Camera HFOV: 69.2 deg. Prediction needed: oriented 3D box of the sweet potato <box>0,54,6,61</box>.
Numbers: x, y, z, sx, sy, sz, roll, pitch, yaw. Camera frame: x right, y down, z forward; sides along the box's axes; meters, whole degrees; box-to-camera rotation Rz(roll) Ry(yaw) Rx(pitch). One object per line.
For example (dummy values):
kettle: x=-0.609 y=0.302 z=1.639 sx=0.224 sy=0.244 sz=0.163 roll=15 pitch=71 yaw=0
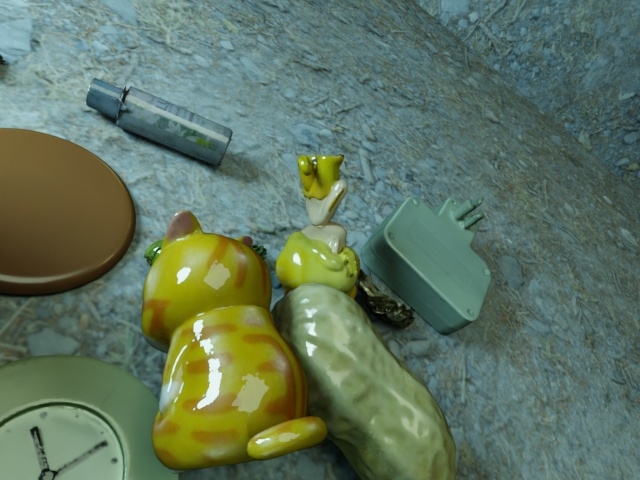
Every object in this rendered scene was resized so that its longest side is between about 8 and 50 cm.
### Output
sweet potato: x=-0.522 y=-0.254 z=0.577 sx=0.226 sy=0.068 sz=0.068 roll=-15 pitch=67 yaw=-43

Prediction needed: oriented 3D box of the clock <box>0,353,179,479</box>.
clock: x=-0.250 y=0.219 z=0.425 sx=0.235 sy=0.029 sz=0.235 roll=20 pitch=45 yaw=-22

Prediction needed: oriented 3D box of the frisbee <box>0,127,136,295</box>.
frisbee: x=-0.355 y=-0.046 z=0.566 sx=0.251 sy=0.021 sz=0.251 roll=21 pitch=45 yaw=-23

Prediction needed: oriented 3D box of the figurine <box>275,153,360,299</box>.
figurine: x=0.000 y=0.000 z=0.676 sx=0.131 sy=0.156 sz=0.246 roll=-4 pitch=99 yaw=-26

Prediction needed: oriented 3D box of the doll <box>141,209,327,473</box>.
doll: x=-0.108 y=0.117 z=0.503 sx=0.270 sy=0.162 sz=0.166 roll=62 pitch=6 yaw=24

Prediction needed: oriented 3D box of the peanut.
peanut: x=0.048 y=0.195 z=0.581 sx=0.313 sy=0.152 sz=0.152 roll=51 pitch=42 yaw=3

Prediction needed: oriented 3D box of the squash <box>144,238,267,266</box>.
squash: x=-0.150 y=0.024 z=0.645 sx=0.183 sy=0.052 sz=0.052 roll=5 pitch=54 yaw=-39

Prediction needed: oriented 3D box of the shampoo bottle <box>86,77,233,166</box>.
shampoo bottle: x=-0.248 y=-0.186 z=0.724 sx=0.214 sy=0.072 sz=0.072 roll=20 pitch=46 yaw=-22

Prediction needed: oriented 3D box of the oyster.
oyster: x=0.105 y=0.104 z=0.759 sx=0.148 sy=0.051 sz=0.103 roll=35 pitch=6 yaw=-20

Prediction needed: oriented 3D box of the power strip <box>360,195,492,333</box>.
power strip: x=0.235 y=0.010 z=0.885 sx=0.229 sy=0.141 sz=0.261 roll=44 pitch=45 yaw=-1
